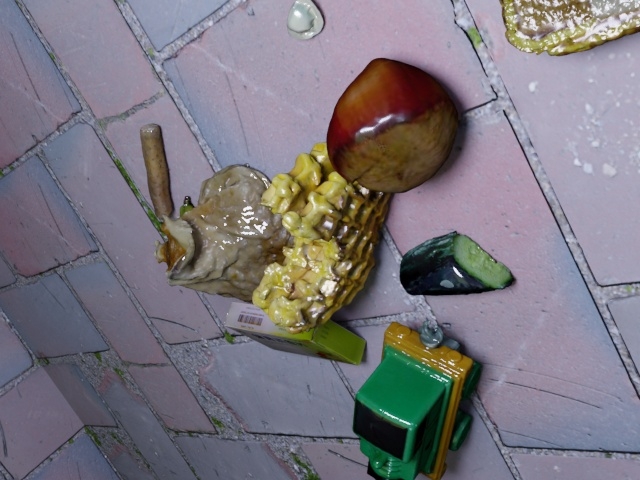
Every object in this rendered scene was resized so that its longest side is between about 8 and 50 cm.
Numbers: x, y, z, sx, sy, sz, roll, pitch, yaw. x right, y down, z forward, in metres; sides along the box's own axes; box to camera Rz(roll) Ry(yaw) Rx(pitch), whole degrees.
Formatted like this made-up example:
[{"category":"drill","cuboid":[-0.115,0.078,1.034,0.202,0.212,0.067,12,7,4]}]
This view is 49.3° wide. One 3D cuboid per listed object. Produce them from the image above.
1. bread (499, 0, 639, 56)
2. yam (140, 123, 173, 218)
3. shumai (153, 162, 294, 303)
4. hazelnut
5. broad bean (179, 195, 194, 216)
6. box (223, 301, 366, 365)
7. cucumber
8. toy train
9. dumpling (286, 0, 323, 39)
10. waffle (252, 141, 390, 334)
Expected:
[{"category":"bread","cuboid":[0.314,-0.317,0.802,0.222,0.096,0.181,-5,117,41]},{"category":"yam","cuboid":[-0.367,-0.152,1.576,0.057,0.057,0.241,23,132,27]},{"category":"shumai","cuboid":[-0.200,0.038,1.414,0.267,0.262,0.314,4,125,41]},{"category":"hazelnut","cuboid":[0.101,-0.178,1.053,0.208,0.208,0.208,23,134,27]},{"category":"broad bean","cuboid":[-0.281,0.000,1.609,0.048,0.070,0.213,-12,103,28]},{"category":"box","cuboid":[-0.056,0.199,1.496,0.260,0.062,0.175,4,158,41]},{"category":"cucumber","cuboid":[0.217,0.055,1.198,0.193,0.086,0.115,-15,112,54]},{"category":"toy train","cuboid":[0.168,0.333,1.320,0.178,0.249,0.429,25,134,25]},{"category":"dumpling","cuboid":[-0.024,-0.354,1.119,0.059,0.043,0.077,23,120,4]},{"category":"waffle","cuboid":[0.000,0.000,1.204,0.151,0.261,0.324,37,136,25]}]
